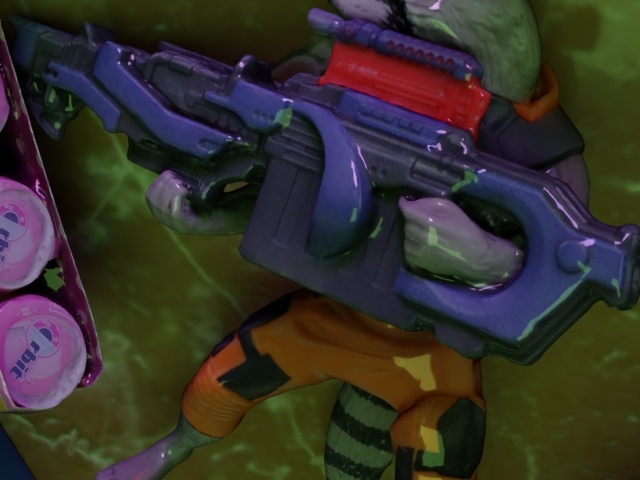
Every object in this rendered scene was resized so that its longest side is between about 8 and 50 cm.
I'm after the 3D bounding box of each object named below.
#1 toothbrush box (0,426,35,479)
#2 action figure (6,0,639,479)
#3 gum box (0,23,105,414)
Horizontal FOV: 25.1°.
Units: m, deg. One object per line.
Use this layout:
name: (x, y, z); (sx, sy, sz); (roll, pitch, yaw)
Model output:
toothbrush box: (-0.273, 0.152, 0.704); (0.126, 0.295, 0.216); (-21, 109, 17)
action figure: (0.000, 0.000, 0.707); (0.341, 0.178, 0.330); (31, 112, 26)
gum box: (-0.183, -0.003, 0.703); (0.107, 0.062, 0.188); (-8, 101, 43)
